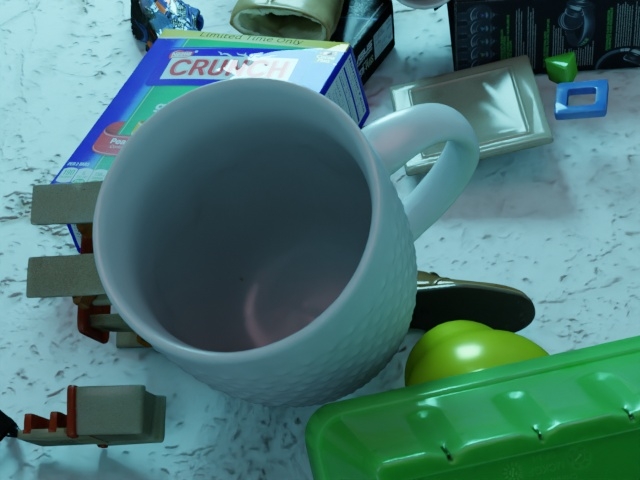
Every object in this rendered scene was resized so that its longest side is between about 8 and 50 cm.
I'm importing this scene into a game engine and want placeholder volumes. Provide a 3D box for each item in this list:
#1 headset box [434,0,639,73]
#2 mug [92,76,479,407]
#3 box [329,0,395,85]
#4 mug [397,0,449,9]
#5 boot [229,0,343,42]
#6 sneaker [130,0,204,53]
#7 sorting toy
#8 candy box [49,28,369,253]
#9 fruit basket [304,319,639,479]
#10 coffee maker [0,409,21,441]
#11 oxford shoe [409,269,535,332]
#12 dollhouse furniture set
[{"bbox_3d":[0.289,-0.342,2.107,0.283,0.131,0.246,-4,44,2],"label":"headset box"},{"bbox_3d":[0.000,0.000,1.573,0.374,0.328,0.276,-37,66,0],"label":"mug"},{"bbox_3d":[-0.006,-0.253,2.082,0.147,0.077,0.180,17,48,23],"label":"box"},{"bbox_3d":[0.097,-0.358,2.026,0.150,0.113,0.169,7,10,-9],"label":"mug"},{"bbox_3d":[-0.067,-0.366,2.091,0.236,0.089,0.269,6,45,15],"label":"boot"},{"bbox_3d":[-0.205,-0.297,2.162,0.087,0.083,0.221,-6,47,-20],"label":"sneaker"},{"bbox_3d":[0.184,-0.147,1.967,0.348,0.047,0.196,-13,39,5],"label":"sorting toy"},{"bbox_3d":[-0.124,-0.113,1.901,0.268,0.122,0.317,6,43,23],"label":"candy box"},{"bbox_3d":[0.174,0.219,1.497,0.392,0.283,0.392,-11,1,0],"label":"fruit basket"},{"bbox_3d":[-0.397,0.222,1.591,0.178,0.171,0.120,-50,32,-12],"label":"coffee maker"},{"bbox_3d":[0.131,0.060,1.748,0.212,0.076,0.076,3,35,10],"label":"oxford shoe"},{"bbox_3d":[-0.233,0.080,1.649,0.135,0.262,0.259,-3,75,13],"label":"dollhouse furniture set"}]
